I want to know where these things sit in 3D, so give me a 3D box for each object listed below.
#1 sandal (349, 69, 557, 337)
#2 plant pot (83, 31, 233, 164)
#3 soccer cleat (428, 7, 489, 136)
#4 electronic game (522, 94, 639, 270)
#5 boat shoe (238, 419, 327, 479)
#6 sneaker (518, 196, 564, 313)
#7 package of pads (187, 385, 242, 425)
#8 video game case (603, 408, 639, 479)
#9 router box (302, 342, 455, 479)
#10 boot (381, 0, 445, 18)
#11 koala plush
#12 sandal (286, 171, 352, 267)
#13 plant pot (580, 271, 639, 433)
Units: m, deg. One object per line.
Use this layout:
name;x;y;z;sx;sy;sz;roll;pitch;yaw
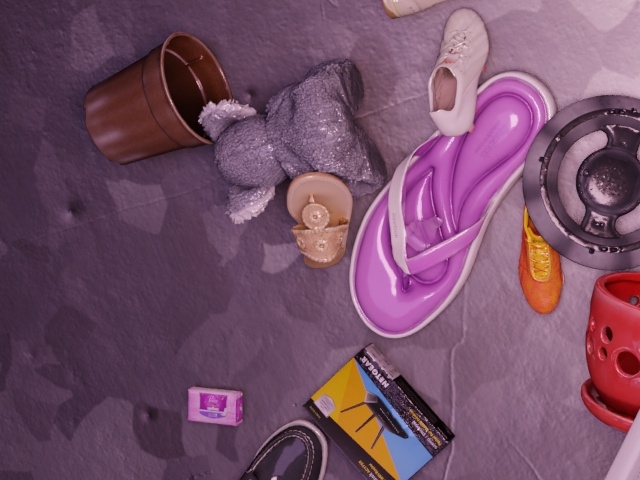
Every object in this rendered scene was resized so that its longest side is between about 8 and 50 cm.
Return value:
sandal;0.158;-0.053;1.938;0.169;0.102;0.416;34;105;14
plant pot;-0.237;-0.190;2.047;0.165;0.167;0.167;-19;89;29
soccer cleat;0.179;-0.230;1.892;0.068;0.076;0.196;-8;62;32
electronic game;0.377;-0.075;1.861;0.229;0.048;0.229;0;85;5
boat shoe;-0.091;0.397;2.082;0.114;0.091;0.302;31;105;14
sneaker;0.290;0.013;1.917;0.064;0.067;0.175;-2;96;19
package of pads;-0.156;0.244;2.122;0.083;0.032;0.050;4;98;20
video game case;0.477;0.327;1.794;0.300;0.036;0.329;16;106;-26
router box;0.082;0.256;2.028;0.133;0.046;0.179;-45;80;19
boot;0.148;-0.416;1.919;0.165;0.077;0.213;-8;98;21
koala plush;-0.050;-0.133;1.943;0.221;0.203;0.196;-15;89;15
sandal;0.007;-0.001;1.931;0.088;0.240;0.079;-10;63;-2
plant pot;0.427;0.147;1.821;0.191;0.191;0.174;14;109;18
